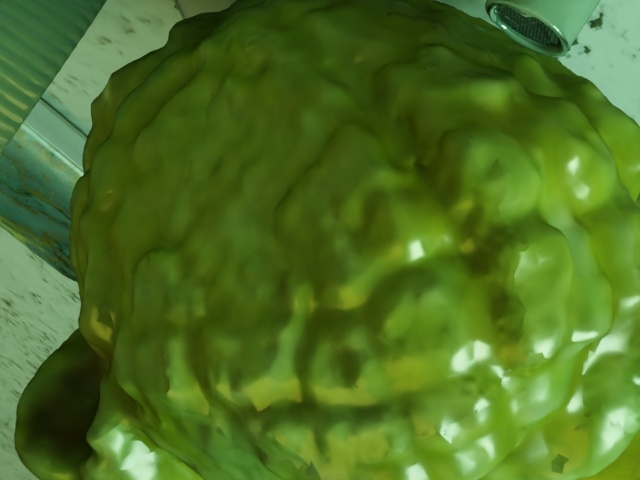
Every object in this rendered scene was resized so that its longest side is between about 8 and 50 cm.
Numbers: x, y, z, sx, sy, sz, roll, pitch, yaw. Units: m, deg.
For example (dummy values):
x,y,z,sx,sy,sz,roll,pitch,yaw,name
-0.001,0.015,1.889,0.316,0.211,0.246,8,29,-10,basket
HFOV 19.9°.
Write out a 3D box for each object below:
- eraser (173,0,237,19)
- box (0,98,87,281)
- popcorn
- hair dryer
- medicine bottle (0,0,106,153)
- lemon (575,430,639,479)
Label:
x,y,z,sx,sy,sz,roll,pitch,yaw,name
-0.030,-0.120,0.832,0.104,0.023,0.150,16,152,28,eraser
-0.213,-0.069,1.121,0.285,0.044,0.142,41,150,-24,box
0.000,0.000,0.756,0.286,0.225,0.173,-9,169,34,popcorn
0.073,-0.104,0.714,0.038,0.063,0.124,37,168,-21,hair dryer
-0.257,-0.164,0.836,0.318,0.158,0.158,34,156,-11,medicine bottle
0.137,0.078,0.863,0.207,0.170,0.170,27,156,6,lemon
